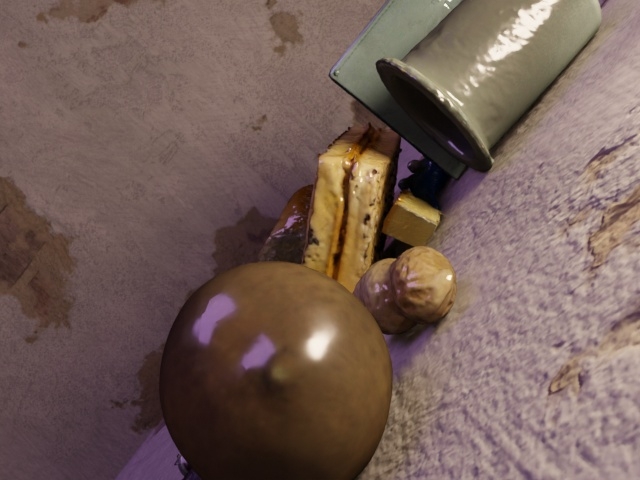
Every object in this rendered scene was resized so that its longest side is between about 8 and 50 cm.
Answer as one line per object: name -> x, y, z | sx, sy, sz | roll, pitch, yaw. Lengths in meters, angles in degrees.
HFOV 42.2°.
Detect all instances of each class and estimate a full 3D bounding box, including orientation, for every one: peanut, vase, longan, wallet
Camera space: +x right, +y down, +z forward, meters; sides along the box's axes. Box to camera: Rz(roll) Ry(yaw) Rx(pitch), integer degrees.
peanut -> 0.104, 0.063, 1.007 | 0.104, 0.085, 0.228 | -64, 11, -21
vase -> 0.263, -0.289, 1.265 | 0.291, 0.245, 0.245 | -47, 6, 1
longan -> -0.044, 0.145, 0.858 | 0.258, 0.258, 0.258 | -51, 6, 7
wallet -> 0.198, -0.285, 1.404 | 0.251, 0.290, 0.054 | -50, 9, 6

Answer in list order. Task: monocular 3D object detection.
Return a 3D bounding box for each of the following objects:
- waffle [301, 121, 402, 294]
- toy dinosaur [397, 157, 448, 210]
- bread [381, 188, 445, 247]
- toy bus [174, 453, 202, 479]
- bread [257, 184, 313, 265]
waffle -> 0.053, -0.049, 1.381 | 0.376, 0.114, 0.261 | -57, -25, -69
toy dinosaur -> 0.217, -0.119, 1.475 | 0.248, 0.075, 0.188 | -48, 14, -15
bread -> 0.157, -0.050, 1.302 | 0.109, 0.084, 0.080 | -58, -5, -39
toy bus -> -0.100, 0.265, 1.137 | 0.113, 0.139, 0.302 | -49, 14, 33
bread -> 0.000, 0.000, 1.688 | 0.176, 0.195, 0.246 | -56, 3, 37
